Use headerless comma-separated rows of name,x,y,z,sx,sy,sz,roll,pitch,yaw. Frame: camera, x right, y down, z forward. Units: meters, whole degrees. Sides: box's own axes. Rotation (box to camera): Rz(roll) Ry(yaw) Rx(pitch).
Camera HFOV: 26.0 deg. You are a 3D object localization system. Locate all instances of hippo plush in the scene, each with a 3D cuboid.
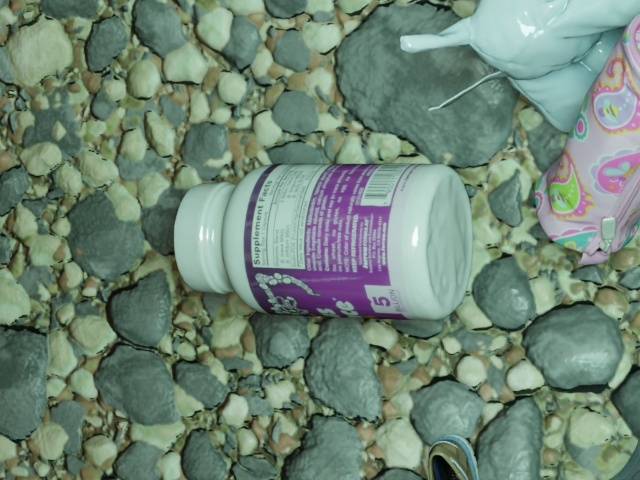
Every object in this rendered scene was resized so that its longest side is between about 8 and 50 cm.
hippo plush,0.232,-0.258,1.385,0.294,0.234,0.237,-14,59,12

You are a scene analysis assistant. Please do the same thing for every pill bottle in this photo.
pill bottle,0.000,0.000,1.507,0.301,0.169,0.169,1,96,25

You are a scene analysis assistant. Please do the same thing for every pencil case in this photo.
pencil case,0.297,-0.095,1.318,0.124,0.124,0.284,42,147,15

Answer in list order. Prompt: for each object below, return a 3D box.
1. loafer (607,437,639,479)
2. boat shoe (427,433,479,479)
loafer,0.375,0.241,1.417,0.302,0.095,0.109,-49,45,17
boat shoe,0.153,0.309,1.524,0.066,0.066,0.183,-22,86,25
